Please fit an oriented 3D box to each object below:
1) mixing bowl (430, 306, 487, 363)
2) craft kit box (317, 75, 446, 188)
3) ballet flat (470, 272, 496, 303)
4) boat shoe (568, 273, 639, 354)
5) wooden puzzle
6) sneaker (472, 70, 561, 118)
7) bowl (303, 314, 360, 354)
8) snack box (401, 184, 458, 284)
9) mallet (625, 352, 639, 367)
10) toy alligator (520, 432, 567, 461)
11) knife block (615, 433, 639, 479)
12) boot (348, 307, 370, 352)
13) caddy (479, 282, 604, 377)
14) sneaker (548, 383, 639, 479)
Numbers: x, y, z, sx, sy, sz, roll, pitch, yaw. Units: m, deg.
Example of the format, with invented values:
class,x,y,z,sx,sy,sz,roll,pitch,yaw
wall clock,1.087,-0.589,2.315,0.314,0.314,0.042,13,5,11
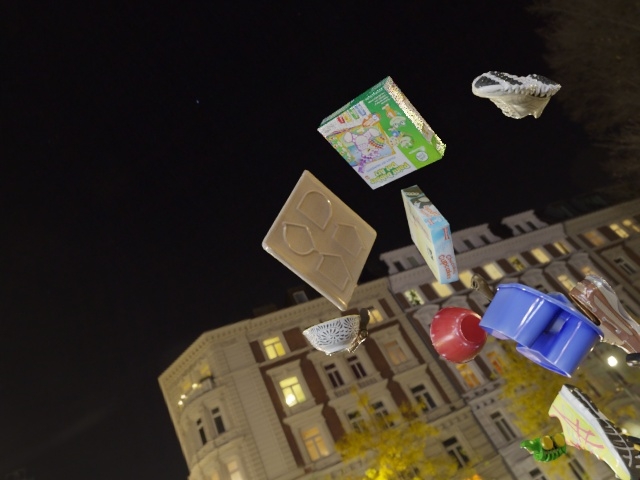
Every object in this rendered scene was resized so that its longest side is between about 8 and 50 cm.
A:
class,x,y,z,sx,sy,sz,roll,pitch,yaw
mixing bowl,0.441,0.280,1.489,0.181,0.181,0.098,-13,-17,-22
craft kit box,0.160,-0.275,1.301,0.247,0.061,0.250,41,-38,-23
ballet flat,0.676,0.229,1.949,0.058,0.084,0.250,-45,-66,-3
boat shoe,0.889,0.263,1.486,0.116,0.324,0.123,-32,-18,7
wooden puzzle,0.000,0.000,1.478,0.322,0.347,0.080,40,-41,-19
sneaker,0.536,-0.396,1.347,0.292,0.110,0.118,-5,-50,-27
bowl,0.041,0.275,1.372,0.170,0.080,0.170,-15,-18,-5
snack box,0.327,-0.027,1.476,0.060,0.322,0.187,-17,-64,2
mallet,0.922,0.279,1.324,0.190,0.039,0.062,-39,-5,-6
toy alligator,0.534,0.471,1.105,0.190,0.051,0.056,3,-33,-27
knife block,0.842,0.533,1.150,0.088,0.242,0.275,-24,-35,-32
boot,0.111,0.272,1.461,0.037,0.106,0.114,18,-40,-7
caddy,0.569,0.210,1.261,0.179,0.241,0.341,-58,-6,-2
sneaker,0.547,0.398,0.980,0.081,0.208,0.094,20,-65,-28
